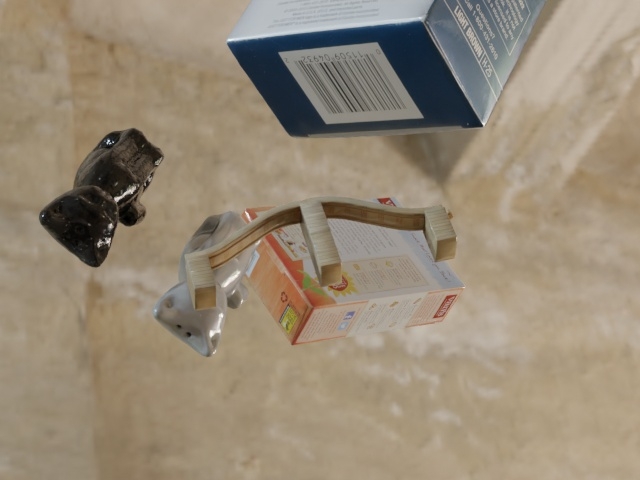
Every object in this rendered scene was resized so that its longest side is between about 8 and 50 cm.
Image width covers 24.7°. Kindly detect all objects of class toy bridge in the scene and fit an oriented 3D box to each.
[{"bbox_3d":[0.000,0.000,0.990,0.188,0.063,0.026,-12,-39,-10],"label":"toy bridge"}]

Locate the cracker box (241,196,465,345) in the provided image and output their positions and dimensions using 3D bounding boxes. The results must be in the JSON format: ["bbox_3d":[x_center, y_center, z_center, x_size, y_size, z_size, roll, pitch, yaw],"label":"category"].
[{"bbox_3d":[0.030,0.031,1.658,0.232,0.155,0.067,-6,-43,-39],"label":"cracker box"}]

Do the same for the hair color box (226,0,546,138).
[{"bbox_3d":[0.091,-0.234,1.072,0.174,0.347,0.105,1,-40,38],"label":"hair color box"}]

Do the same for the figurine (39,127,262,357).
[{"bbox_3d":[-0.157,0.008,1.380,0.215,0.209,0.092,40,-71,-7],"label":"figurine"}]
